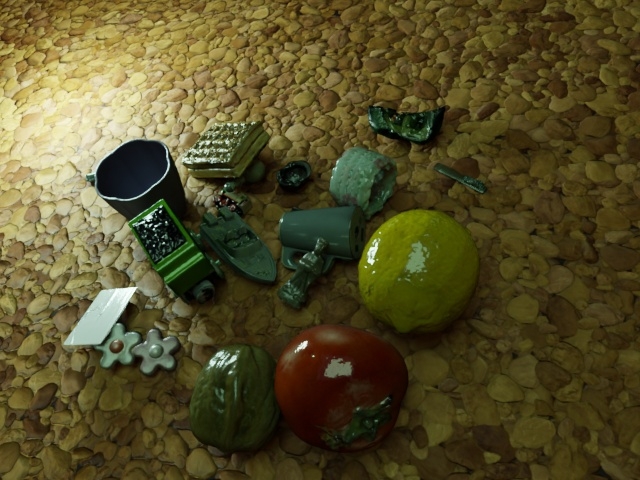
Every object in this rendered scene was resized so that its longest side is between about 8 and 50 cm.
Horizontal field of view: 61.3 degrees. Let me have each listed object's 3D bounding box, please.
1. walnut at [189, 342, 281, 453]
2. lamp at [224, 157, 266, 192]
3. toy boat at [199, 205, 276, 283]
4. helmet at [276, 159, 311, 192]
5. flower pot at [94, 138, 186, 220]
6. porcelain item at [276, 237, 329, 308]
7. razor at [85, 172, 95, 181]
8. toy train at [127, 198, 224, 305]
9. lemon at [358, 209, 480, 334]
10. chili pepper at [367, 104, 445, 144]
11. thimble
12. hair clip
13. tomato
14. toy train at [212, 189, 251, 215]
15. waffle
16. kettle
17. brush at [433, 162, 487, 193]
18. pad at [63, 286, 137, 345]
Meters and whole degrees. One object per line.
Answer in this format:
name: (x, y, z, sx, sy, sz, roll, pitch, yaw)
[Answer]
walnut: (-0.208, 0.393, 1.366, 0.227, 0.283, 0.283, 12, 58, -9)
lamp: (-0.262, -0.216, 1.849, 0.091, 0.091, 0.163, 33, 62, 28)
toy boat: (-0.244, 0.022, 1.686, 0.141, 0.092, 0.319, -26, 60, -38)
helmet: (-0.088, -0.210, 1.826, 0.123, 0.070, 0.098, -28, 62, -14)
flower pot: (-0.572, -0.165, 1.805, 0.265, 0.243, 0.265, -7, 55, 10)
porcelain item: (-0.037, 0.091, 1.566, 0.081, 0.069, 0.216, 35, 98, 23)
razor: (-0.748, -0.261, 2.025, 0.277, 0.056, 0.111, -10, 92, 13)
toy train: (-0.428, 0.042, 1.636, 0.173, 0.249, 0.307, -36, 58, -9)
lemon: (0.257, 0.082, 1.424, 0.335, 0.336, 0.336, -6, 57, 9)
chili pepper: (0.285, -0.396, 1.850, 0.264, 0.116, 0.148, 15, 74, 22)
thimble: (0.133, -0.180, 1.698, 0.149, 0.185, 0.211, 26, 101, 28)
hair clip: (-0.539, 0.323, 1.590, 0.256, 0.075, 0.146, 6, 55, 11)
tomato: (0.044, 0.341, 1.302, 0.321, 0.321, 0.322, -6, 57, 9)
toy train: (-0.304, -0.131, 1.838, 0.138, 0.050, 0.087, 28, 63, 28)
waffle: (-0.330, -0.316, 1.873, 0.308, 0.091, 0.213, 9, 58, 45)
kettle: (0.000, 0.000, 1.645, 0.243, 0.160, 0.211, 1, 87, 21)
brush: (0.445, -0.206, 1.728, 0.190, 0.028, 0.034, 34, 68, 30)
pad: (-0.673, 0.229, 1.661, 0.156, 0.004, 0.232, -6, 40, 24)
